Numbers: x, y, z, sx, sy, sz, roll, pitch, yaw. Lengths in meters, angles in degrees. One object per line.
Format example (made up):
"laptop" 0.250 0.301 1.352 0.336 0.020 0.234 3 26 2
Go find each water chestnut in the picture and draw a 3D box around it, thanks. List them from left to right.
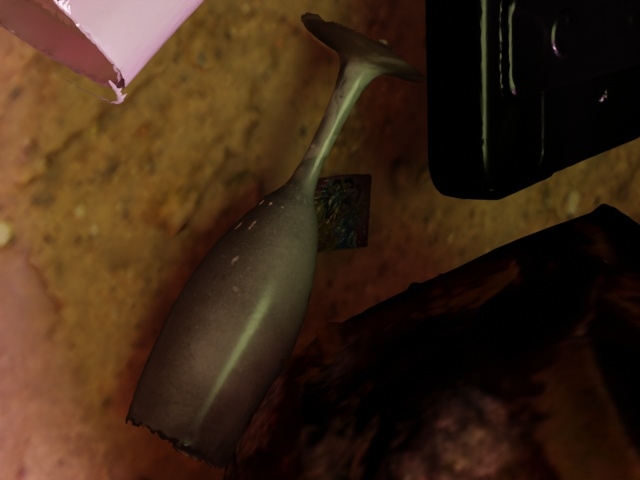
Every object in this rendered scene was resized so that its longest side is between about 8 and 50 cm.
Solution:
"water chestnut" 0.079 0.174 0.823 0.347 0.335 0.335 -34 127 14

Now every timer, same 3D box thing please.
"timer" 0.112 -0.103 0.894 0.187 0.055 0.144 -23 114 -53

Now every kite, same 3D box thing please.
"kite" 0.004 0.002 0.895 0.044 0.002 0.078 22 85 -39

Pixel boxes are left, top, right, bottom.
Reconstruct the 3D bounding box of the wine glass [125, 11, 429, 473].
"wine glass" -0.023 0.002 0.837 0.066 0.066 0.198 32 81 -38

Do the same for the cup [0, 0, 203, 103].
"cup" -0.062 -0.212 0.652 0.253 0.253 0.274 42 80 -36
